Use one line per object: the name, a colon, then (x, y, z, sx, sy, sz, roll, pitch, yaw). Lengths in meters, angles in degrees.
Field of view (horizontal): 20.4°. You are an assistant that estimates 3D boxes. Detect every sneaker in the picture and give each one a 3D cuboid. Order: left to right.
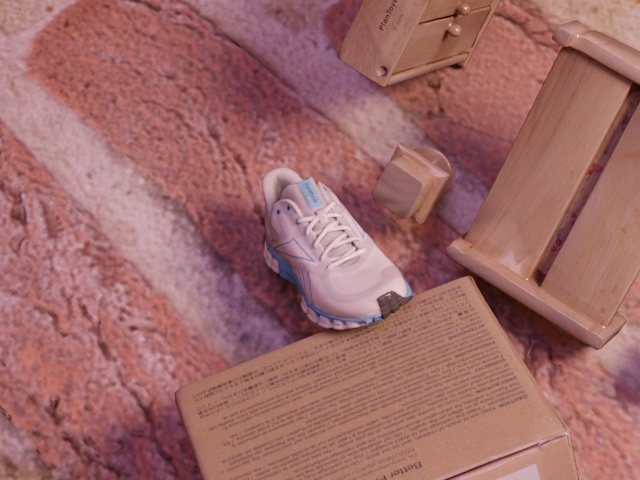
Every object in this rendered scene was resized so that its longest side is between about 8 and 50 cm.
sneaker: (0.000, 0.000, 1.298, 0.071, 0.083, 0.191, -25, 30, -19)

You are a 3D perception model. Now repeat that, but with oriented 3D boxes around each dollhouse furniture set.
dollhouse furniture set: (0.217, -0.114, 1.317, 0.355, 0.303, 0.174, 34, 26, 16)

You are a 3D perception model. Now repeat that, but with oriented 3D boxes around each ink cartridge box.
ink cartridge box: (0.037, 0.145, 1.220, 0.235, 0.088, 0.193, -21, 37, -4)
